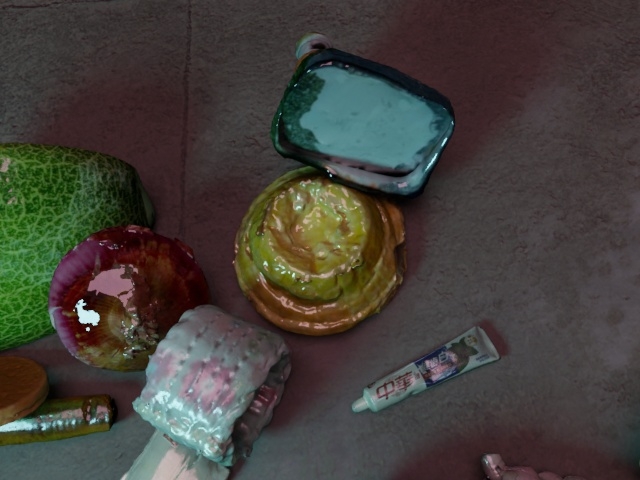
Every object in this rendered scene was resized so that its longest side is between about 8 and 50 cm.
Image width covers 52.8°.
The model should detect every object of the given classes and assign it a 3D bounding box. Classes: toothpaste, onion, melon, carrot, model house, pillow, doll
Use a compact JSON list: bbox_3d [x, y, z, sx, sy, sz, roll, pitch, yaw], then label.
[{"bbox_3d":[0.151,0.196,0.945,0.233,0.038,0.060,-24,70,-9],"label":"toothpaste"},{"bbox_3d":[-0.268,0.091,0.914,0.230,0.163,0.230,-1,97,-12],"label":"onion"},{"bbox_3d":[-0.440,-0.019,0.985,0.343,0.226,0.331,-19,107,-4],"label":"melon"},{"bbox_3d":[-0.427,0.259,0.937,0.260,0.070,0.070,-5,68,0],"label":"carrot"},{"bbox_3d":[0.053,-0.229,1.029,0.253,0.184,0.291,15,32,-16],"label":"model house"},{"bbox_3d":[-0.237,0.372,0.887,0.128,0.051,0.229,34,74,10],"label":"pillow"},{"bbox_3d":[0.282,0.363,0.839,0.192,0.095,0.149,8,71,4],"label":"doll"}]

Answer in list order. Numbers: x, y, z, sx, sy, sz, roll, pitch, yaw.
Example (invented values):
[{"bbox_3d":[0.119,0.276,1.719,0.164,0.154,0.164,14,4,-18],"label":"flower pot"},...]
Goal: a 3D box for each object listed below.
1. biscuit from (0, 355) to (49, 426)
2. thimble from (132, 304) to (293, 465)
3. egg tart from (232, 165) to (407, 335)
[{"bbox_3d":[-0.526,0.217,0.906,0.289,0.202,0.044,-1,105,9],"label":"biscuit"},{"bbox_3d":[-0.140,0.197,0.868,0.149,0.211,0.185,24,115,13],"label":"thimble"},{"bbox_3d":[0.000,0.000,0.994,0.290,0.115,0.290,-1,69,1],"label":"egg tart"}]
